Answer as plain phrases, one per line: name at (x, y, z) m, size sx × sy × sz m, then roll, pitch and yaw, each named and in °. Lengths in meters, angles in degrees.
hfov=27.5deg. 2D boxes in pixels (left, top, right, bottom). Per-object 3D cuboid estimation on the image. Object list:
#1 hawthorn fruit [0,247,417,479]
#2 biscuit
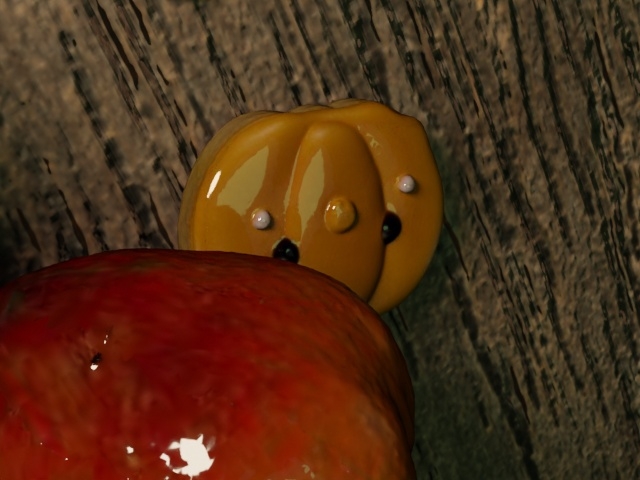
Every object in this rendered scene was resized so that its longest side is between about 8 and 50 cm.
hawthorn fruit at (-0.085, 0.103, 0.640) m, size 0.260 × 0.224 × 0.224 m, roll 18°, pitch 97°, yaw -3°
biscuit at (0.002, 0.001, 0.755) m, size 0.170 × 0.050 × 0.170 m, roll -11°, pitch 112°, yaw -29°
